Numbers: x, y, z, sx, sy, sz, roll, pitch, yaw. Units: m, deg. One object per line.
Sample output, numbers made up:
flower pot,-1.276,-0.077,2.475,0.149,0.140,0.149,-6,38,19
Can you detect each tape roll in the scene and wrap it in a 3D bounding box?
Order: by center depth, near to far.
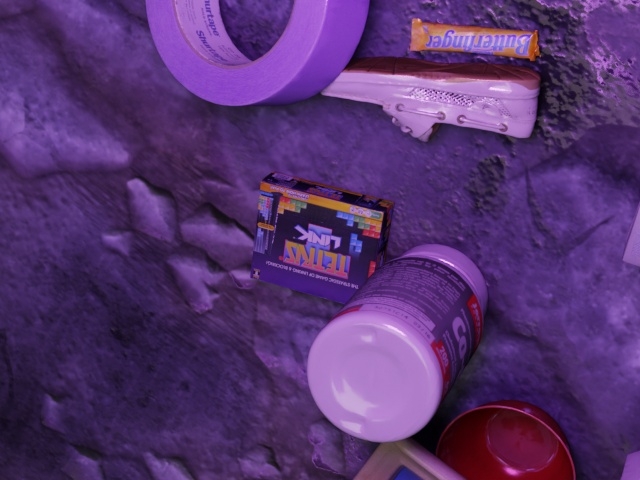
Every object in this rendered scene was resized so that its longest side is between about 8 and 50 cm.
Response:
tape roll,-0.078,-0.297,1.812,0.274,0.090,0.275,3,96,36

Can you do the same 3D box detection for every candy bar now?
candy bar,0.185,-0.239,1.818,0.161,0.018,0.040,8,113,20

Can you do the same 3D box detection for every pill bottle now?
pill bottle,0.104,0.113,1.834,0.161,0.283,0.161,7,112,19

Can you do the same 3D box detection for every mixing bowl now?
mixing bowl,0.246,0.273,1.944,0.181,0.098,0.181,8,113,20

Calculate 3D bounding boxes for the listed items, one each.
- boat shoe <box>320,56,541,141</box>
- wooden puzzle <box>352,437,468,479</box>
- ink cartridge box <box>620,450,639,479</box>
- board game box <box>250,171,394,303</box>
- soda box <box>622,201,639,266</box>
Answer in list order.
boat shoe,0.122,-0.164,1.826,0.277,0.098,0.096,7,111,18
wooden puzzle,0.157,0.425,1.974,0.322,0.080,0.348,36,143,5
ink cartridge box,0.532,0.325,1.790,0.306,0.131,0.226,-20,98,22
board game box,0.000,0.000,1.968,0.170,0.048,0.141,14,113,17
soda box,0.500,0.013,1.742,0.286,0.098,0.091,19,117,15
